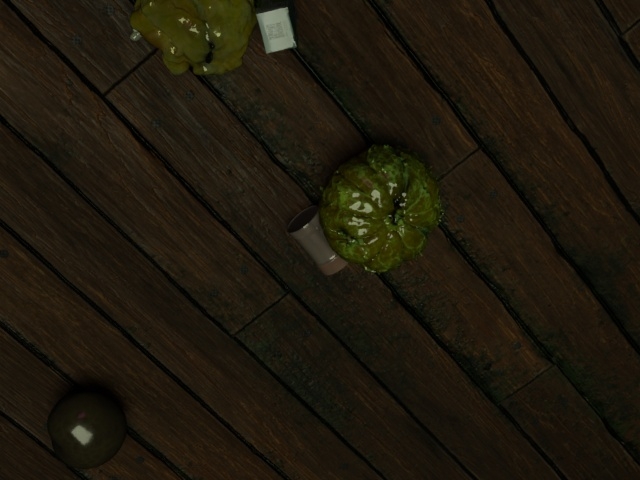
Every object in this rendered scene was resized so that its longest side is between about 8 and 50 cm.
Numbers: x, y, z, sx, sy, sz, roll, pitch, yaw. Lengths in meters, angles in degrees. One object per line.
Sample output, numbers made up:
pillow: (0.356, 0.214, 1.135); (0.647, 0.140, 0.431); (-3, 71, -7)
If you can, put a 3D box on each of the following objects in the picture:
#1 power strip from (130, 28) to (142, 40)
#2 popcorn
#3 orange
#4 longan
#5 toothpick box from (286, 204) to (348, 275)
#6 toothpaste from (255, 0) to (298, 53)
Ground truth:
power strip: (-0.270, -0.525, 1.771); (0.338, 0.098, 0.058); (-37, 116, 11)
popcorn: (-0.244, -0.456, 1.637); (0.252, 0.215, 0.286); (-28, 119, 0)
orange: (0.133, -0.084, 1.951); (0.300, 0.223, 0.301); (27, 96, -33)
longan: (-0.598, 0.480, 2.154); (0.198, 0.198, 0.212); (-23, 110, 5)
toothpick box: (0.000, 0.000, 2.043); (0.098, 0.098, 0.149); (-36, 113, 10)
toothpaste: (-0.086, -0.457, 1.690); (0.067, 0.336, 0.081); (-12, 116, 3)
